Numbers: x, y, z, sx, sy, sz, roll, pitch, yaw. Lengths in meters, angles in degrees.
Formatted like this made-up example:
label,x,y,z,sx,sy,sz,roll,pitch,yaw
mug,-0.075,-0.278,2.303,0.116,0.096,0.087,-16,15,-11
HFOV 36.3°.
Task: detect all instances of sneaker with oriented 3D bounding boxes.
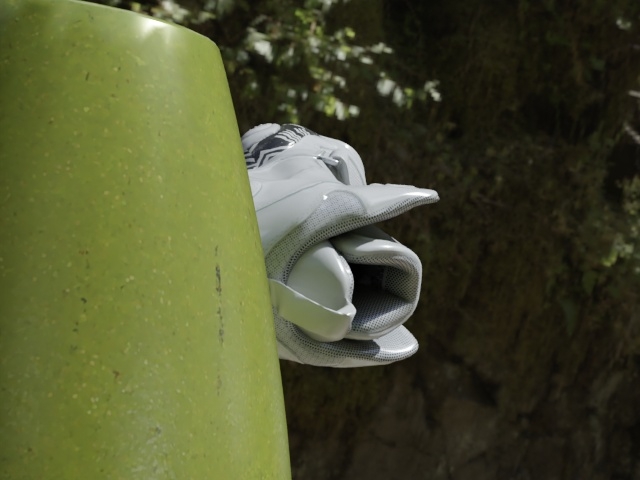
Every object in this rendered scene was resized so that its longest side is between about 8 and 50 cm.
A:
label,x,y,z,sx,sy,sz,roll,pitch,yaw
sneaker,0.000,0.000,0.739,0.210,0.137,0.366,14,17,25

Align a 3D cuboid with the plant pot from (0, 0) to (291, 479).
label,x,y,z,sx,sy,sz,roll,pitch,yaw
plant pot,-0.128,0.049,0.439,0.275,0.293,0.275,8,1,0
